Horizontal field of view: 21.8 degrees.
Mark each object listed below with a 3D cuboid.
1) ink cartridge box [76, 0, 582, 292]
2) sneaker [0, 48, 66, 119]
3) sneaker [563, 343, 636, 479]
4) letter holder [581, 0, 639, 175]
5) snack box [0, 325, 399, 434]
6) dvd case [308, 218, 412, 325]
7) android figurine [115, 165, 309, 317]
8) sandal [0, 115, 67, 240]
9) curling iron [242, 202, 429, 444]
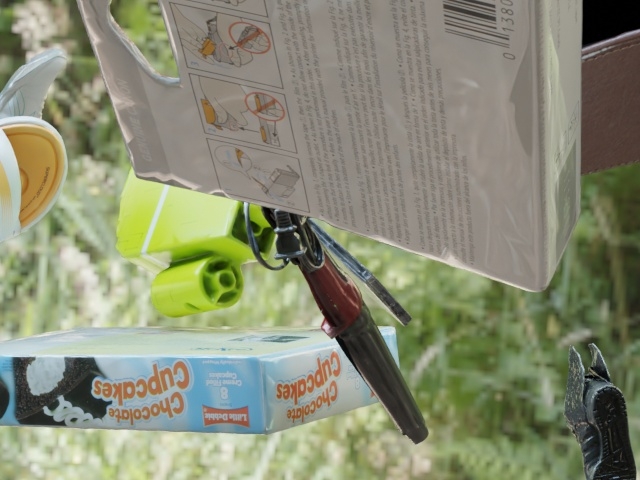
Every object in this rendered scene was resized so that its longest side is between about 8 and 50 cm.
[{"bbox_3d":[0.002,-0.110,0.854,0.261,0.066,0.296,17,-31,19],"label":"ink cartridge box"},{"bbox_3d":[-0.320,-0.146,1.793,0.061,0.152,0.053,42,19,-17],"label":"sneaker"},{"bbox_3d":[0.289,0.198,1.738,0.051,0.170,0.089,-6,8,-13],"label":"sneaker"},{"bbox_3d":[0.234,-0.177,0.983,0.302,0.152,0.214,-14,-31,-20],"label":"letter holder"},{"bbox_3d":[-0.123,0.103,1.262,0.322,0.060,0.187,-2,3,33],"label":"snack box"},{"bbox_3d":[0.000,0.000,1.819,0.221,0.018,0.164,42,-2,26],"label":"dvd case"},{"bbox_3d":[-0.078,-0.056,1.336,0.056,0.248,0.273,29,-24,-29],"label":"android figurine"},{"bbox_3d":[-0.323,-0.019,1.362,0.265,0.102,0.076,-23,20,-21],"label":"sandal"},{"bbox_3d":[0.012,0.053,1.086,0.035,0.068,0.274,-15,-44,15],"label":"curling iron"}]
